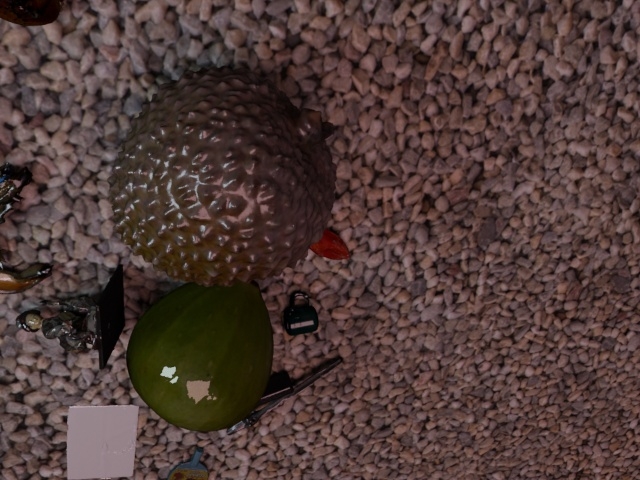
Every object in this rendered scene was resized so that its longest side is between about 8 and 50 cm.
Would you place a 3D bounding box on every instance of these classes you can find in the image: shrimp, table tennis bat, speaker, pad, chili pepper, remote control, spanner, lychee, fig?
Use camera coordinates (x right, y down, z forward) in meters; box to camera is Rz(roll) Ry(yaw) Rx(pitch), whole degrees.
[{"bbox_3d":[-0.587,-0.006,1.301,0.222,0.054,0.290,35,108,-28],"label":"shrimp"},{"bbox_3d":[-0.321,0.572,1.723,0.100,0.019,0.155,16,116,-22],"label":"table tennis bat"},{"bbox_3d":[-0.044,0.163,1.543,0.075,0.060,0.095,-10,121,-11],"label":"speaker"},{"bbox_3d":[-0.509,0.473,1.623,0.156,0.004,0.232,3,118,-17],"label":"pad"},{"bbox_3d":[0.000,-0.001,1.470,0.191,0.050,0.059,31,104,-40],"label":"chili pepper"},{"bbox_3d":[-0.183,0.369,1.620,0.245,0.063,0.025,-21,134,-4],"label":"remote control"},{"bbox_3d":[-0.083,0.370,1.650,0.325,0.093,0.026,-32,87,-3],"label":"spanner"},{"bbox_3d":[-0.162,-0.093,1.194,0.432,0.380,0.380,-32,123,22],"label":"lychee"},{"bbox_3d":[-0.224,0.208,1.395,0.316,0.316,0.316,-7,120,-12],"label":"fig"}]

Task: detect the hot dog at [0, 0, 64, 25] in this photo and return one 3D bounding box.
[{"bbox_3d":[-0.484,-0.420,1.027,0.162,0.082,0.270,-45,147,16],"label":"hot dog"}]

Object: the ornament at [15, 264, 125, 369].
[{"bbox_3d":[-0.505,0.147,1.375,0.196,0.166,0.153,4,117,-1],"label":"ornament"}]
